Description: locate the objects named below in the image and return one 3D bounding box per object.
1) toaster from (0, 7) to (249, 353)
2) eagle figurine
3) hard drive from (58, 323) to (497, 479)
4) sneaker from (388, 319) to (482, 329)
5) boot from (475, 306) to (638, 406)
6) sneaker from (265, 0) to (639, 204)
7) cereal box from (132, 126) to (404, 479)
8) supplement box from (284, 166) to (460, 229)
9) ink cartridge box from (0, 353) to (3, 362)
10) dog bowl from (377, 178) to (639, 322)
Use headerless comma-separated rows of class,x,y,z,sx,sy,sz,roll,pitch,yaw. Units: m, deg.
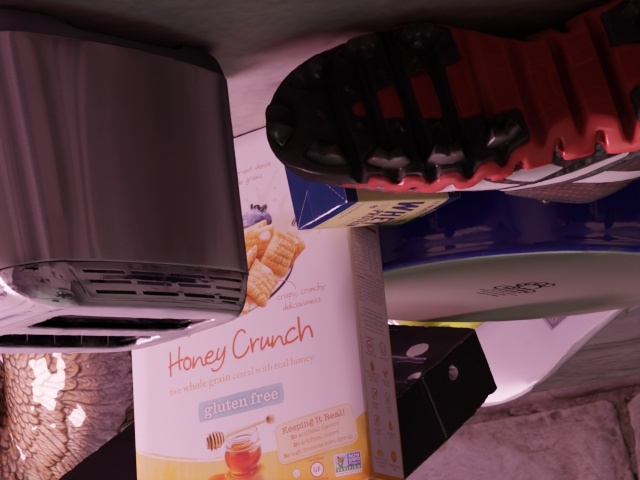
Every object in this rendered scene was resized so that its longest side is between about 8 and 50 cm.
toaster,-0.125,-0.023,0.825,0.129,0.146,0.227,-17,166,34
eagle figurine,-0.262,0.136,1.284,0.225,0.226,0.298,30,161,14
hard drive,-0.063,0.168,1.144,0.237,0.064,0.339,-1,-153,47
sneaker,0.072,0.097,1.652,0.240,0.091,0.126,-20,172,3
boot,0.254,0.087,1.676,0.258,0.095,0.123,-37,162,21
sneaker,0.104,-0.067,0.909,0.276,0.097,0.135,-10,161,-7
cereal box,-0.041,0.050,1.014,0.173,0.240,0.047,-17,157,28
supplement box,0.027,-0.054,0.957,0.083,0.083,0.056,-3,165,-34
ink cartridge box,-0.342,0.251,1.549,0.226,0.306,0.131,-11,168,5
dog bowl,0.133,-0.015,1.107,0.265,0.104,0.265,-3,168,-1
